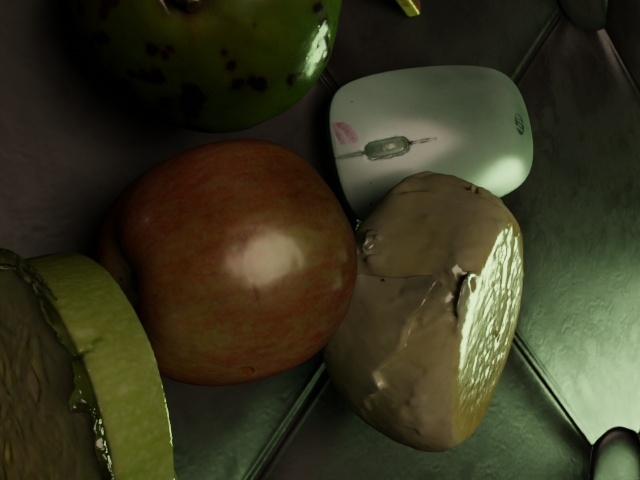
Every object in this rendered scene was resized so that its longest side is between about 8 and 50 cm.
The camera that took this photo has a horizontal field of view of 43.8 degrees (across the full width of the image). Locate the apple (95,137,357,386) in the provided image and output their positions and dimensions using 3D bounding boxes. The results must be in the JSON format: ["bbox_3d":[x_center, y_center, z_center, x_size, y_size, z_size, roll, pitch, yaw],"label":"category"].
[{"bbox_3d":[-0.073,0.017,0.607,0.174,0.188,0.188,-14,94,-35],"label":"apple"}]

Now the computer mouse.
[{"bbox_3d":[0.134,-0.108,0.850,0.289,0.097,0.159,-13,95,-42],"label":"computer mouse"}]

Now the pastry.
[{"bbox_3d":[0.103,0.062,0.737,0.265,0.133,0.264,-38,137,-47],"label":"pastry"}]

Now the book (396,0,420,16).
[{"bbox_3d":[0.039,-0.407,0.746,0.374,0.028,0.262,21,69,-66],"label":"book"}]

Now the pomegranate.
[{"bbox_3d":[-0.083,-0.193,0.638,0.263,0.211,0.211,-66,136,-76],"label":"pomegranate"}]

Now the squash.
[{"bbox_3d":[-0.145,0.104,0.515,0.133,0.220,0.220,-15,95,-36],"label":"squash"}]

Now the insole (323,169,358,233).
[{"bbox_3d":[0.000,0.000,0.786,0.064,0.004,0.188,43,60,-27],"label":"insole"}]
